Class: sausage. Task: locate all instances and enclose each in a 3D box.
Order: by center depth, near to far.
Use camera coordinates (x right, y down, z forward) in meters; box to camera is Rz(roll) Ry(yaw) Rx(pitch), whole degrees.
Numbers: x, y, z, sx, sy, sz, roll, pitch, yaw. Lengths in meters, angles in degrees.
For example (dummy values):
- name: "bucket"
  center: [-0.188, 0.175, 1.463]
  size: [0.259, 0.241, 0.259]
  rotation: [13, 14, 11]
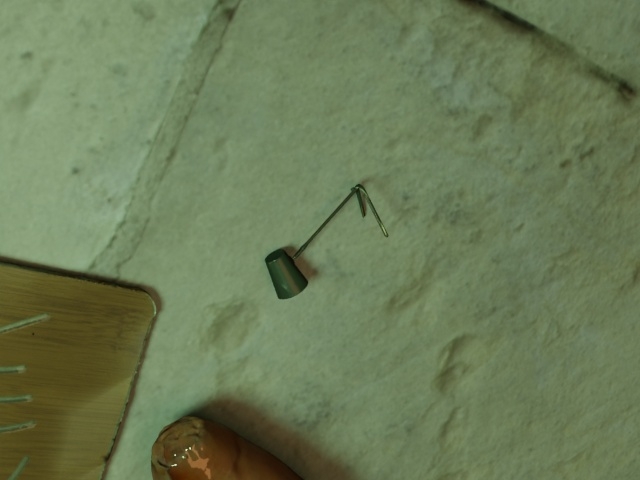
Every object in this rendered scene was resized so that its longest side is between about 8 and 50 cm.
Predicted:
- name: "sausage"
  center: [-0.020, 0.294, 1.140]
  size: [0.419, 0.094, 0.094]
  rotation: [45, 68, -35]

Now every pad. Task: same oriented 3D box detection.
- name: "pad"
  center: [-0.300, 0.150, 0.957]
  size: [0.286, 0.018, 0.284]
  rotation: [14, 101, -34]

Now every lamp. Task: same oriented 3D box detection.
- name: "lamp"
  center: [-0.001, 0.000, 1.071]
  size: [0.121, 0.041, 0.054]
  rotation: [-34, 114, -12]
